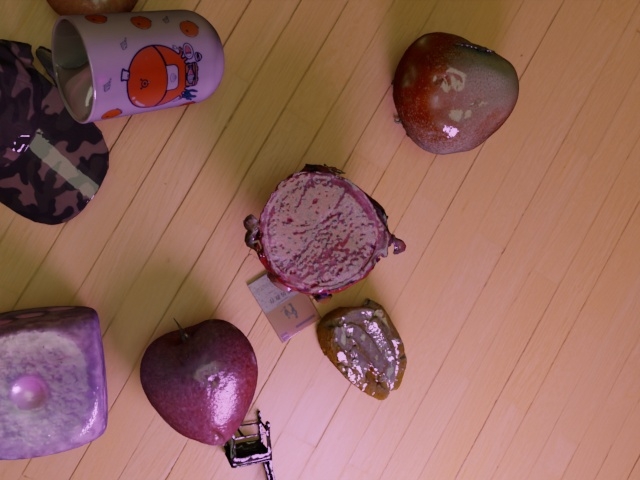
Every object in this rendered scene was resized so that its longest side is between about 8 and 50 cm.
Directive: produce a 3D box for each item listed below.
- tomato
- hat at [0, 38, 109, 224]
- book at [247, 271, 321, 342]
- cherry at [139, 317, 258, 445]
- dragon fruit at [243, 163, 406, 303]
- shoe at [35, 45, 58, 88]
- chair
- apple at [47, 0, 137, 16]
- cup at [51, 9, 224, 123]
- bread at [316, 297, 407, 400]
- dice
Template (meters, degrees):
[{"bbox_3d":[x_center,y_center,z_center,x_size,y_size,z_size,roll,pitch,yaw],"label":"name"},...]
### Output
[{"bbox_3d":[0.324,-0.361,1.765,0.303,0.239,0.304,-2,99,-15],"label":"tomato"},{"bbox_3d":[-0.651,-0.203,1.509,0.381,0.257,0.366,39,97,2],"label":"hat"},{"bbox_3d":[-0.088,0.150,1.805,0.118,0.012,0.172,-32,102,-10],"label":"book"},{"bbox_3d":[-0.264,0.312,1.656,0.261,0.221,0.308,-20,91,1],"label":"cherry"},{"bbox_3d":[0.000,0.000,1.694,0.314,0.263,0.296,39,84,-1],"label":"dragon fruit"},{"bbox_3d":[-0.557,-0.341,1.613,0.194,0.074,0.077,43,88,-16],"label":"shoe"},{"bbox_3d":[-0.165,0.537,1.762,0.113,0.106,0.229,-7,95,-16],"label":"chair"},{"bbox_3d":[-0.489,-0.553,1.569,0.209,0.164,0.210,-5,106,-20],"label":"apple"},{"bbox_3d":[-0.376,-0.379,1.555,0.317,0.212,0.212,-18,99,-35],"label":"cup"},{"bbox_3d":[0.117,0.269,1.813,0.186,0.124,0.257,-37,104,-10],"label":"bread"},{"bbox_3d":[-0.593,0.288,1.541,0.270,0.271,0.270,-5,95,-15],"label":"dice"}]
